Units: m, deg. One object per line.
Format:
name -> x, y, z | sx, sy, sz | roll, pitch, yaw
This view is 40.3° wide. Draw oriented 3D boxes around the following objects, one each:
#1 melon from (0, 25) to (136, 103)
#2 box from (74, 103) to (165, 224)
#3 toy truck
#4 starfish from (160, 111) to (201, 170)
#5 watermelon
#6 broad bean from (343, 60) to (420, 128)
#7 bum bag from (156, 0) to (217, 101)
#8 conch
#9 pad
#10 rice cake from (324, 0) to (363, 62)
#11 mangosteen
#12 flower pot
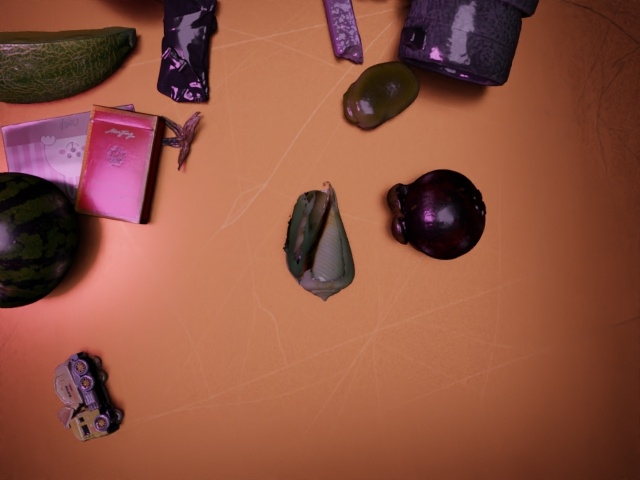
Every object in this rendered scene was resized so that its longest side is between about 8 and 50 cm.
melon -> -0.551, -0.390, 1.862 | 0.323, 0.196, 0.124 | -10, 64, -5
box -> -0.436, -0.164, 1.893 | 0.153, 0.074, 0.240 | 10, 92, 8
toy truck -> -0.522, 0.345, 1.902 | 0.116, 0.085, 0.191 | -22, 88, 8
starfish -> -0.310, -0.215, 1.922 | 0.133, 0.041, 0.130 | -7, 85, 26
watermelon -> -0.648, -0.001, 1.803 | 0.285, 0.285, 0.285 | 0, 91, -1
broad bean -> 0.130, -0.320, 1.916 | 0.174, 0.082, 0.124 | -43, 92, -11
bum bag -> -0.292, -0.429, 1.908 | 0.123, 0.060, 0.249 | 5, 91, -2
conch -> -0.011, 0.006, 1.882 | 0.143, 0.137, 0.251 | -15, 91, 0
pad -> -0.546, -0.181, 1.932 | 0.299, 0.005, 0.202 | -9, 91, -1
rice cake -> 0.025, -0.583, 1.910 | 0.064, 0.070, 0.399 | -13, 91, 3
mangosteen -> 0.254, -0.053, 1.868 | 0.209, 0.210, 0.210 | 0, 91, -1
flower pot -> 0.293, -0.492, 1.825 | 0.299, 0.299, 0.283 | 16, 99, -2
